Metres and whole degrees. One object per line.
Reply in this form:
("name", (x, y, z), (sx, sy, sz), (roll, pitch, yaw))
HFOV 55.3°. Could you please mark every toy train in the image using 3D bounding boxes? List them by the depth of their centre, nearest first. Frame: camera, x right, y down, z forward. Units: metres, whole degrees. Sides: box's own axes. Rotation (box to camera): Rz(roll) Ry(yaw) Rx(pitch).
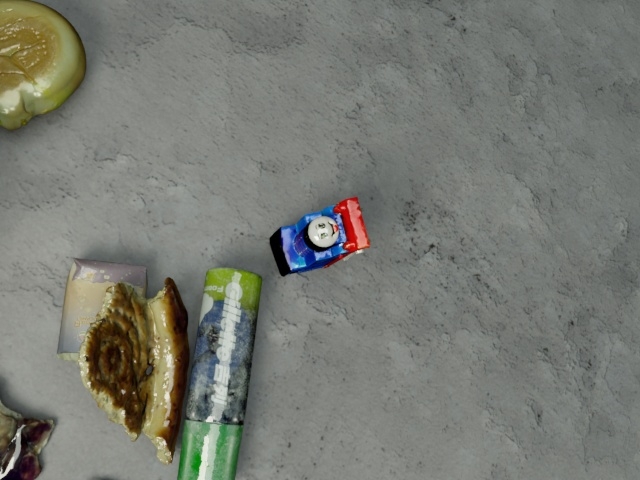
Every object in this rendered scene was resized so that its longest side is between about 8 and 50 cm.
("toy train", (0.000, 0.000, 0.993), (0.131, 0.204, 0.082), (-11, 82, -16))

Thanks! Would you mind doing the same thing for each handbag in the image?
("handbag", (-0.325, 0.117, 0.915), (0.117, 0.095, 0.173), (8, 73, -19))

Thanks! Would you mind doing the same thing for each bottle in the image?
("bottle", (-0.155, 0.212, 0.952), (0.093, 0.093, 0.330), (10, 75, -17))

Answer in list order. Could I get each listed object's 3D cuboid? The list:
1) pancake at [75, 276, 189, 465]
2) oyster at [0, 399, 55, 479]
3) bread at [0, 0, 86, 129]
("pancake", (-0.246, 0.172, 0.902), (0.212, 0.056, 0.257), (-65, 144, -45))
("oyster", (-0.521, 0.306, 0.805), (0.275, 0.100, 0.271), (12, 60, -12))
("bread", (-0.473, -0.271, 0.941), (0.213, 0.105, 0.213), (3, 79, -15))
